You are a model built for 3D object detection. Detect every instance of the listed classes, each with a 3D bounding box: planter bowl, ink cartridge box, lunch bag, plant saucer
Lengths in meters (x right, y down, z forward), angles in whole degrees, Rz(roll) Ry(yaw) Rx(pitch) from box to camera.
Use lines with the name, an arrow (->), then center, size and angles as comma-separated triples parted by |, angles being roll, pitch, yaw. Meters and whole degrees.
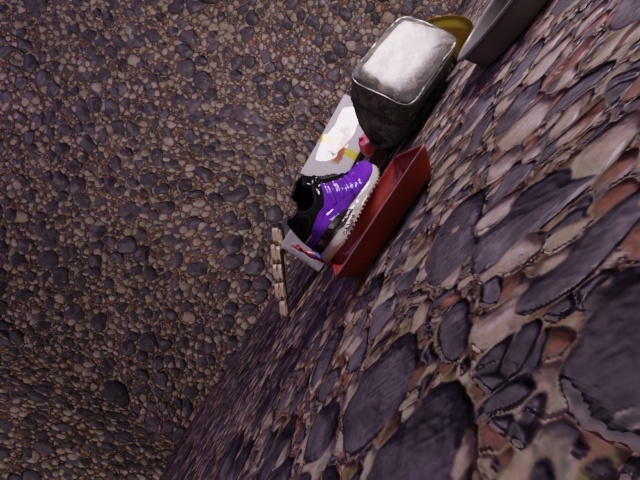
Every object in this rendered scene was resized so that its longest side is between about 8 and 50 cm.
planter bowl -> 0.370, -0.598, 1.357 | 0.217, 0.216, 0.091 | 143, 123, -78
ink cartridge box -> 0.063, -0.303, 1.651 | 0.385, 0.160, 0.279 | -62, -4, -20
lunch bag -> 0.238, -0.449, 1.272 | 0.305, 0.212, 0.256 | -55, -14, -15
plant saucer -> 0.110, -0.049, 0.820 | 0.259, 0.047, 0.258 | -57, 4, 5

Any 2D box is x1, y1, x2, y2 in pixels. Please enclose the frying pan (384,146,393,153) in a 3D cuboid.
frying pan -> 0.241, -0.357, 1.634 | 0.197, 0.053, 0.326 | -57, 2, -22

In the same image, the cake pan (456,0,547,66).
cake pan -> 0.370, -0.453, 0.808 | 0.293, 0.054, 0.293 | -57, 4, 6

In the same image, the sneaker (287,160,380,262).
sneaker -> 0.021, -0.101, 0.907 | 0.102, 0.146, 0.294 | -53, 6, 47

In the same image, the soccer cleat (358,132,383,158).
soccer cleat -> 0.234, -0.372, 1.445 | 0.248, 0.083, 0.095 | -37, -32, 1

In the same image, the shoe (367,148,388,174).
shoe -> 0.154, -0.210, 1.456 | 0.219, 0.076, 0.058 | -49, -14, 14

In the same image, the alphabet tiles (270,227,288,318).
alphabet tiles -> -0.127, 0.104, 1.396 | 0.278, 0.021, 0.285 | 76, -172, -85

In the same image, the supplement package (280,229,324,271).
supplement package -> -0.014, -0.029, 1.432 | 0.194, 0.149, 0.203 | -57, 3, 4

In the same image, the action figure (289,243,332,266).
action figure -> 0.000, 0.000, 1.188 | 0.092, 0.139, 0.280 | -58, 6, 5
